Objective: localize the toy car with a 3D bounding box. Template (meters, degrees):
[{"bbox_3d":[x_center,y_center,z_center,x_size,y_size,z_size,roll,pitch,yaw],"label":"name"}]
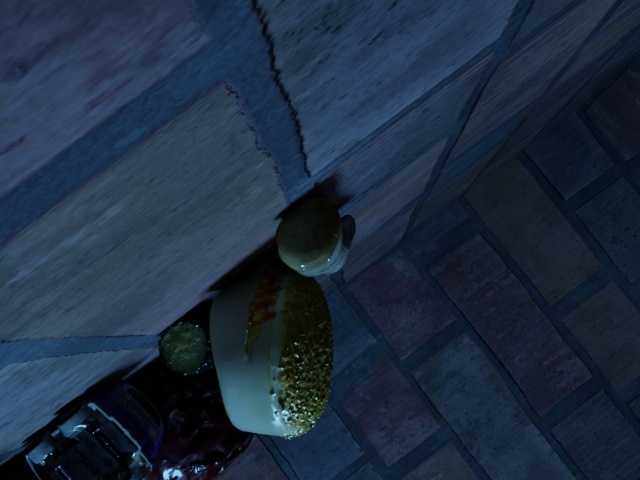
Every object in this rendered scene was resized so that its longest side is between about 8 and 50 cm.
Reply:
[{"bbox_3d":[-0.392,0.358,1.470,0.235,0.172,0.158,-35,-170,25],"label":"toy car"}]

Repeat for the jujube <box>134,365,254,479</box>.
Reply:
[{"bbox_3d":[-0.274,0.374,1.728,0.258,0.258,0.377,-41,175,34],"label":"jujube"}]

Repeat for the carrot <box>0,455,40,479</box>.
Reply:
[{"bbox_3d":[-0.562,0.442,1.588,0.186,0.060,0.060,-30,171,-27],"label":"carrot"}]

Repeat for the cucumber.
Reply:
[{"bbox_3d":[-0.196,0.182,1.524,0.096,0.096,0.359,-37,173,5],"label":"cucumber"}]

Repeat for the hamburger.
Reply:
[{"bbox_3d":[-0.065,0.180,1.368,0.179,0.294,0.276,-7,-164,12],"label":"hamburger"}]

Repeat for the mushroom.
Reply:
[{"bbox_3d":[0.000,0.000,1.285,0.122,0.095,0.351,-54,174,4],"label":"mushroom"}]
